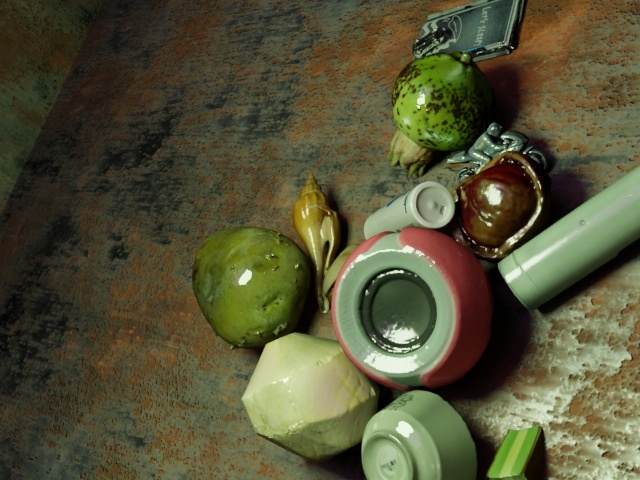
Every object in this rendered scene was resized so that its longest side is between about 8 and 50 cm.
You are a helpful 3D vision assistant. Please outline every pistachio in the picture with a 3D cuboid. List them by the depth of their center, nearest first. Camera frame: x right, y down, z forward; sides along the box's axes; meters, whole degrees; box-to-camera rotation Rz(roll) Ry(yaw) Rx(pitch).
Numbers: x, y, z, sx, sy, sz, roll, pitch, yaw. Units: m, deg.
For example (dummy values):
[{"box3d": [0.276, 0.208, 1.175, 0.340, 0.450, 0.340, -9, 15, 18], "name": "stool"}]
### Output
[{"box3d": [0.066, 0.076, 1.888, 0.149, 0.113, 0.113, -44, 41, 25], "name": "pistachio"}]

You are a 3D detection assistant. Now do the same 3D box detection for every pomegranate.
[{"box3d": [0.227, -0.265, 1.870, 0.277, 0.222, 0.203, -27, 66, 52], "name": "pomegranate"}]

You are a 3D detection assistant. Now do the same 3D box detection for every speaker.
[{"box3d": [0.171, 0.120, 1.620, 0.294, 0.294, 0.294, -25, 49, 33], "name": "speaker"}]

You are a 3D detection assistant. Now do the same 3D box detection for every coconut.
[{"box3d": [-0.022, 0.289, 1.709, 0.259, 0.259, 0.259, -25, 49, 33], "name": "coconut"}]

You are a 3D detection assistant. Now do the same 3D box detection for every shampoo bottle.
[{"box3d": [0.158, -0.037, 1.783, 0.092, 0.092, 0.303, -70, 12, -16], "name": "shampoo bottle"}]

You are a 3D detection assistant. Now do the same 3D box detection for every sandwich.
[{"box3d": [0.331, 0.372, 1.492, 0.074, 0.074, 0.116, -17, 21, 39], "name": "sandwich"}]

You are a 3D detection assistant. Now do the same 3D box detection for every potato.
[{"box3d": [-0.164, 0.101, 2.015, 0.359, 0.219, 0.269, 15, 90, 61], "name": "potato"}]

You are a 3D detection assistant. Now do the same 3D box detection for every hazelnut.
[{"box3d": [0.330, -0.055, 1.656, 0.201, 0.160, 0.170, -51, 34, -5], "name": "hazelnut"}]

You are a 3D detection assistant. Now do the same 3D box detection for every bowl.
[{"box3d": [0.147, 0.364, 1.535, 0.211, 0.112, 0.211, 6, 98, 46], "name": "bowl"}]

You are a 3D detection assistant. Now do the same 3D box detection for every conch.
[{"box3d": [0.002, 0.001, 2.024, 0.109, 0.093, 0.330, -15, 74, 18], "name": "conch"}]

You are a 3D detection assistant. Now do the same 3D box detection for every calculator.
[{"box3d": [0.325, -0.463, 2.038, 0.274, 0.028, 0.165, -6, 60, 43], "name": "calculator"}]

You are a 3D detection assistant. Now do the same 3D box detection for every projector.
[{"box3d": [0.464, -0.015, 1.537, 0.337, 0.108, 0.108, -37, 43, 22], "name": "projector"}]

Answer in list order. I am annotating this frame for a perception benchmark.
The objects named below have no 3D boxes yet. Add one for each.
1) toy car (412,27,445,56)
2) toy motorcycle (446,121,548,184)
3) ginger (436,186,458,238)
[{"box3d": [0.246, -0.448, 2.063, 0.093, 0.025, 0.041, -23, 50, 39], "name": "toy car"}, {"box3d": [0.336, -0.164, 1.763, 0.193, 0.124, 0.061, -14, 11, 33], "name": "toy motorcycle"}, {"box3d": [0.241, 0.000, 1.779, 0.137, 0.074, 0.213, -33, 38, 53], "name": "ginger"}]
